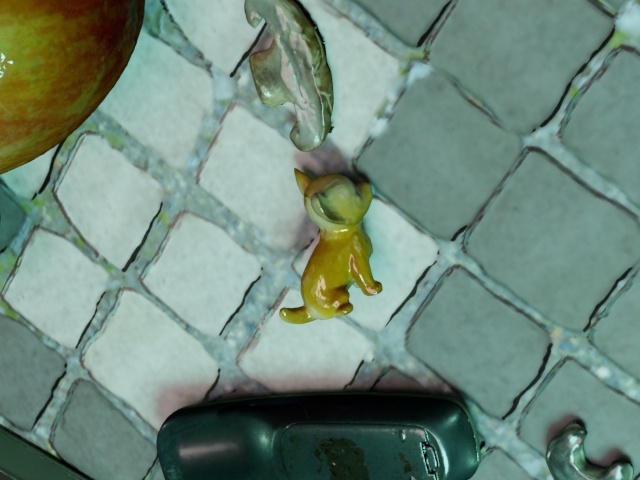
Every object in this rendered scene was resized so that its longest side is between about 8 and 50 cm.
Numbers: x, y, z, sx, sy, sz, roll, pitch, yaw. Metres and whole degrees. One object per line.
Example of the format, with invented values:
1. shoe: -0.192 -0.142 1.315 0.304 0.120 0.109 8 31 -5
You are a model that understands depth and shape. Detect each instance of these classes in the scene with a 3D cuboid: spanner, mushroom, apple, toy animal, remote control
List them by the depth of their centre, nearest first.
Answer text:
1. apple: -0.189 -0.132 0.795 0.160 0.173 0.195 9 115 26
2. mushroom: -0.018 -0.101 0.812 0.049 0.019 0.101 -15 100 30
3. toy animal: 0.000 0.000 0.817 0.081 0.060 0.083 -24 103 -4
4. spanner: 0.139 0.225 0.856 0.054 0.015 0.254 19 116 19
5. remote control: -0.007 0.133 0.878 0.222 0.042 0.072 -8 102 28

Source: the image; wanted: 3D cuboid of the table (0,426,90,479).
1. table: -0.277 0.199 0.994 0.240 0.111 0.121 27 119 15
